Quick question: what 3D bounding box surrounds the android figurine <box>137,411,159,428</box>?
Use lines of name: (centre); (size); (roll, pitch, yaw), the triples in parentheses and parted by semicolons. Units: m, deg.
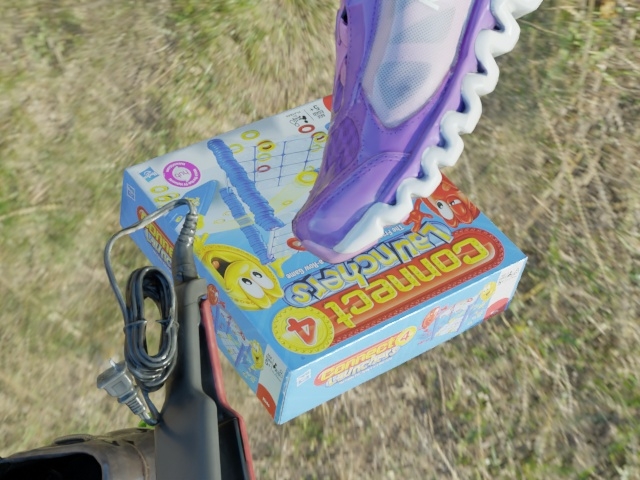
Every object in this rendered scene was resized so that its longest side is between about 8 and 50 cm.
android figurine: (-0.158, 0.300, 1.216); (0.273, 0.056, 0.248); (31, 63, -36)

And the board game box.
board game box: (0.000, 0.000, 1.303); (0.308, 0.302, 0.086); (-24, 146, -30)

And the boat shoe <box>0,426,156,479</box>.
boat shoe: (-0.226, 0.207, 0.895); (0.355, 0.132, 0.130); (-29, 144, 28)

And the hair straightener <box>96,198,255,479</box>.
hair straightener: (-0.076, 0.070, 0.665); (0.047, 0.230, 0.089); (-23, 145, 25)

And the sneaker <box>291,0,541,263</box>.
sneaker: (0.038, -0.104, 0.584); (0.105, 0.095, 0.236); (29, 84, -9)
